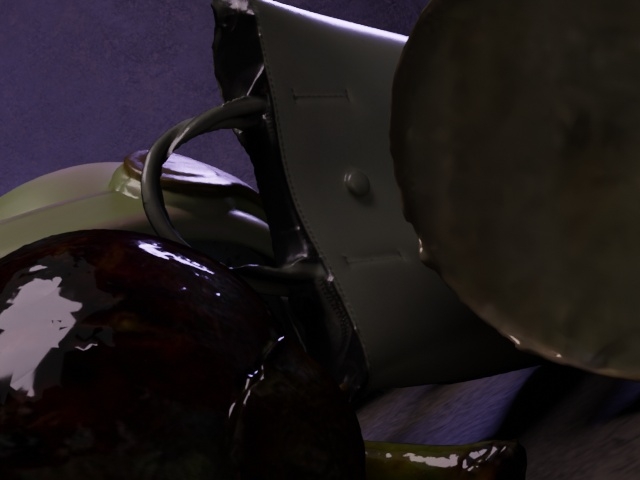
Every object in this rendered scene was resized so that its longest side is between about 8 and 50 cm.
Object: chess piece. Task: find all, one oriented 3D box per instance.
[{"bbox_3d":[0.248,-0.106,0.754,0.234,0.234,0.442,-29,2,41],"label":"chess piece"}]

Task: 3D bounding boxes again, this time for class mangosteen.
[{"bbox_3d":[-0.056,0.117,0.577,0.289,0.231,0.231,9,3,-1],"label":"mangosteen"}]

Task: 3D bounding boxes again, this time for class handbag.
[{"bbox_3d":[0.040,-0.028,0.733,0.109,0.241,0.315,-34,-25,36],"label":"handbag"}]

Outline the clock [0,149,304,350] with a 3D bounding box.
[{"bbox_3d":[-0.126,0.085,0.775,0.348,0.286,0.117,-27,37,-26],"label":"clock"}]
